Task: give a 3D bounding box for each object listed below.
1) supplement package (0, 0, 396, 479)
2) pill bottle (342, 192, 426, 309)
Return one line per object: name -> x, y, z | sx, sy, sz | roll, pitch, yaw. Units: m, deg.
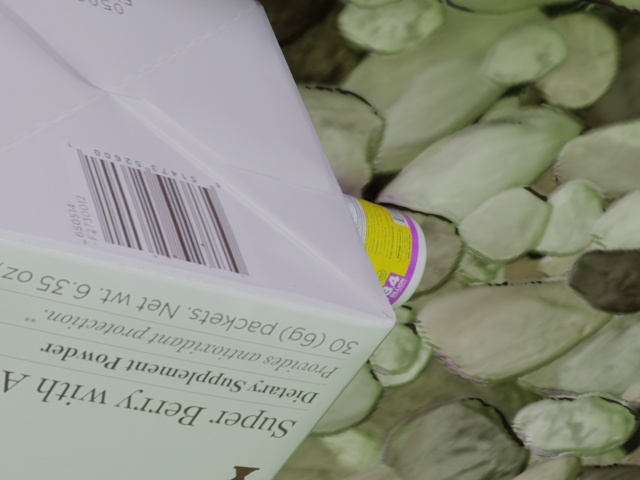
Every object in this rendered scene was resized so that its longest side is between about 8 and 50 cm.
supplement package -> -0.140, 0.052, 0.666 | 0.177, 0.175, 0.293 | 14, 127, -33
pill bottle -> 0.000, 0.000, 0.766 | 0.083, 0.043, 0.043 | 18, 125, -34
